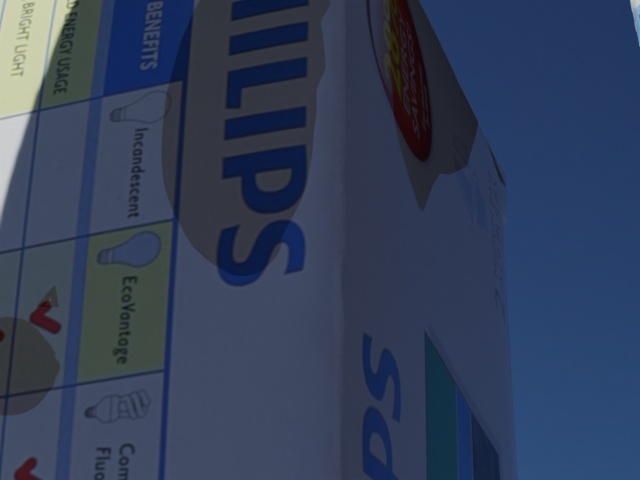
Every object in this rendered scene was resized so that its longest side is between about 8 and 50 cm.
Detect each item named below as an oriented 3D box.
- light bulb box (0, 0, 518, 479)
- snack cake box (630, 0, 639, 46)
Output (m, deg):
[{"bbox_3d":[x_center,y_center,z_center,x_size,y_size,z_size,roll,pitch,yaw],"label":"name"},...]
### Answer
[{"bbox_3d":[-0.120,0.097,0.674,0.361,0.358,0.225,-10,-33,18],"label":"light bulb box"},{"bbox_3d":[0.395,-0.206,1.430,0.264,0.089,0.152,12,-48,-10],"label":"snack cake box"}]
